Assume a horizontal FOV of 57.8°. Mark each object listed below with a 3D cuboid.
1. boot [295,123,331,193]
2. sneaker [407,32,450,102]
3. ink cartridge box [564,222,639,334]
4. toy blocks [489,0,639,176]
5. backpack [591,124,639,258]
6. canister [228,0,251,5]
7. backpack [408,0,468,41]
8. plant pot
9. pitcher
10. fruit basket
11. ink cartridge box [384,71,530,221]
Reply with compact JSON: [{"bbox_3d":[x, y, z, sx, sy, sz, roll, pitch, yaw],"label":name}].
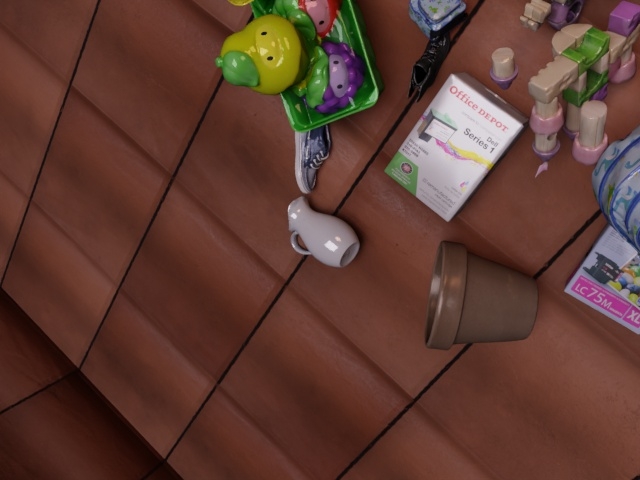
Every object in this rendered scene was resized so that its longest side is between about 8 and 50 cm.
[{"bbox_3d":[-0.017,-0.220,1.551,0.086,0.069,0.190,3,104,30],"label":"boot"},{"bbox_3d":[0.249,-0.408,1.344,0.051,0.089,0.170,26,115,19],"label":"sneaker"},{"bbox_3d":[0.697,0.030,1.257,0.185,0.065,0.311,32,115,15],"label":"ink cartridge box"},{"bbox_3d":[0.518,-0.304,1.170,0.288,0.260,0.309,-41,55,-5],"label":"toy blocks"},{"bbox_3d":[0.654,-0.063,1.011,0.355,0.273,0.290,41,126,-9],"label":"backpack"},{"bbox_3d":[-0.163,-0.626,1.282,0.126,0.073,0.170,-18,68,28],"label":"canister"},{"bbox_3d":[0.257,-0.525,1.298,0.105,0.084,0.114,-38,74,-2],"label":"backpack"},{"bbox_3d":[0.378,0.145,1.371,0.229,0.263,0.263,10,110,5],"label":"plant pot"},{"bbox_3d":[0.000,0.000,1.591,0.207,0.125,0.178,37,139,26],"label":"pitcher"},{"bbox_3d":[-0.045,-0.444,1.331,0.282,0.392,0.393,-15,98,30],"label":"fruit basket"},{"bbox_3d":[0.315,-0.219,1.349,0.201,0.117,0.278,40,118,12],"label":"ink cartridge box"}]
